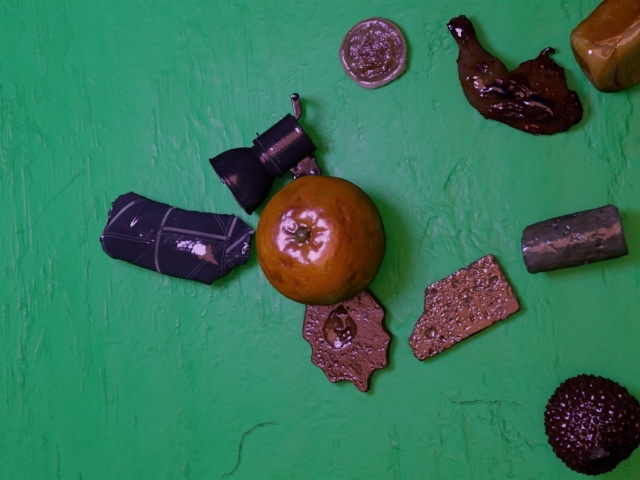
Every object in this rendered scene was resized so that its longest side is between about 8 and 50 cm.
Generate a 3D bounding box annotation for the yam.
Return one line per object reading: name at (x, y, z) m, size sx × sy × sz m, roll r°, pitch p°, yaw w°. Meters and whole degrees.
yam at (0.481, 0.000, 1.756) m, size 0.194 × 0.107 × 0.107 m, roll -14°, pitch 84°, yaw 13°

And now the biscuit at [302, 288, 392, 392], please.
biscuit at (0.060, 0.207, 1.883) m, size 0.182 × 0.034 × 0.215 m, roll -18°, pitch 86°, yaw 13°

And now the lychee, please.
lychee at (0.502, 0.339, 1.706) m, size 0.188 × 0.188 × 0.188 m, roll -1°, pitch 87°, yaw 13°

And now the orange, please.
orange at (0.000, 0.000, 1.807) m, size 0.261 × 0.261 × 0.261 m, roll -1°, pitch 87°, yaw 13°

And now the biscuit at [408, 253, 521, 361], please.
biscuit at (0.271, 0.136, 1.841) m, size 0.237 × 0.026 × 0.131 m, roll -30°, pitch 80°, yaw 11°

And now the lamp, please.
lamp at (-0.093, -0.170, 1.896) m, size 0.227 × 0.147 × 0.172 m, roll -35°, pitch 93°, yaw 2°

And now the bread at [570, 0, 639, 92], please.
bread at (0.613, -0.409, 1.717) m, size 0.294 × 0.167 × 0.132 m, roll -37°, pitch 57°, yaw 11°

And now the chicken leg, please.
chicken leg at (0.373, -0.323, 1.818) m, size 0.323 × 0.083 × 0.177 m, roll 23°, pitch 84°, yaw 12°

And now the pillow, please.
pillow at (-0.305, -0.004, 1.950) m, size 0.335 × 0.092 × 0.161 m, roll 13°, pitch 87°, yaw 13°

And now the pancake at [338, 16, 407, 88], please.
pancake at (0.112, -0.389, 1.903) m, size 0.152 × 0.025 × 0.151 m, roll -1°, pitch 86°, yaw 14°
